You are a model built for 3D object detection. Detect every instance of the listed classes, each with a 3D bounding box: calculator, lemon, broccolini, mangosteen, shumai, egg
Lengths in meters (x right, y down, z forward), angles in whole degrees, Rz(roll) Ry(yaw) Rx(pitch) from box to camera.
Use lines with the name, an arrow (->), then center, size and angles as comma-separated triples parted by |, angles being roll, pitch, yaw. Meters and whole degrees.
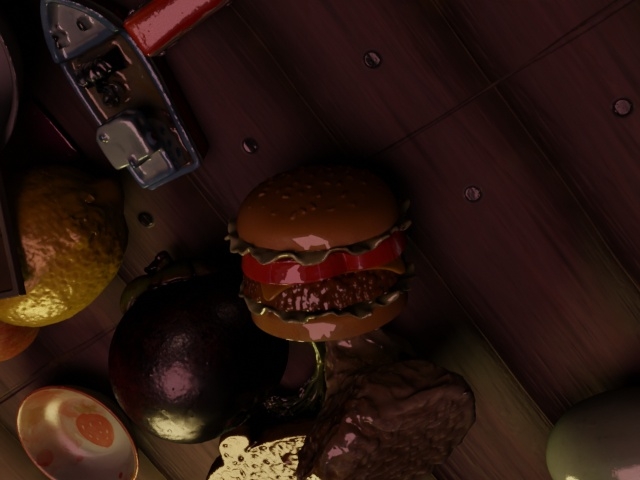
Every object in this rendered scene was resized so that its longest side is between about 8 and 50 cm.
calculator -> -0.498, -0.139, 1.675 | 0.190, 0.034, 0.126 | -32, 105, 32
lemon -> -0.442, 0.006, 1.606 | 0.320, 0.245, 0.245 | -39, 101, 14
broccolini -> -0.048, 0.224, 1.705 | 0.123, 0.062, 0.271 | 1, 123, 3
mangosteen -> -0.206, 0.171, 1.589 | 0.300, 0.300, 0.300 | 8, 120, 15
shumai -> 0.053, 0.258, 1.565 | 0.314, 0.262, 0.267 | -40, 140, -1
egg -> 0.479, 0.320, 1.490 | 0.282, 0.203, 0.203 | -6, 116, 28

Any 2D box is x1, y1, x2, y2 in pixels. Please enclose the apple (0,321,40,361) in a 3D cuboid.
apple -> -0.599, 0.116, 1.757 | 0.209, 0.164, 0.209 | 35, 147, 28

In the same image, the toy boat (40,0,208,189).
toy boat -> -0.310, -0.228, 1.500 | 0.145, 0.133, 0.332 | -21, 109, 29

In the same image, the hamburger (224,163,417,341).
hamburger -> 0.000, 0.000, 1.440 | 0.274, 0.274, 0.212 | 0, 117, 19

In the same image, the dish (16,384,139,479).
dish -> -0.447, 0.364, 1.907 | 0.260, 0.085, 0.260 | 9, 120, 16

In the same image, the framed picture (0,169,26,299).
framed picture -> -0.559, -0.042, 1.505 | 0.211, 0.020, 0.289 | -12, 91, 24

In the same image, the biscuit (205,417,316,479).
biscuit -> -0.044, 0.432, 1.791 | 0.394, 0.070, 0.350 | -27, 116, 34

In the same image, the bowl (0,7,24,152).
bowl -> -0.581, -0.290, 1.544 | 0.345, 0.157, 0.345 | 8, 120, 14

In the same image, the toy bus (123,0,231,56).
toy bus -> -0.199, -0.334, 1.422 | 0.174, 0.077, 0.079 | -31, 104, 18
